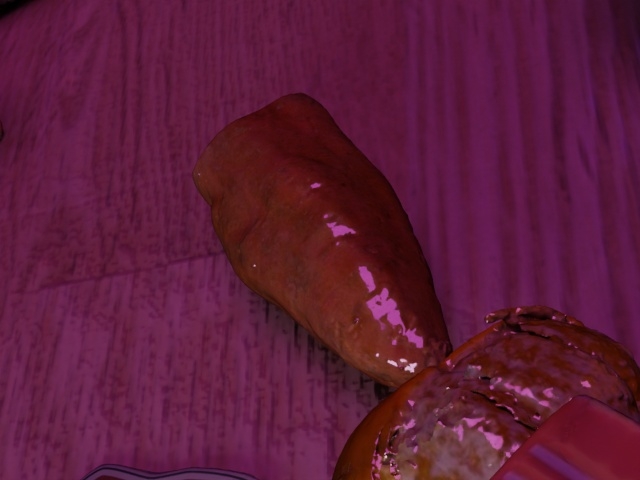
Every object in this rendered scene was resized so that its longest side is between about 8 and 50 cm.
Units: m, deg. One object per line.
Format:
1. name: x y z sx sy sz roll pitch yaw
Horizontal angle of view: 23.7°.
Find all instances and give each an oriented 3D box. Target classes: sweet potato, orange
1. sweet potato: 0.000 0.000 0.822 0.097 0.097 0.252 -27 39 -7
2. orange: 0.081 0.105 0.638 0.156 0.134 0.156 -43 1 1

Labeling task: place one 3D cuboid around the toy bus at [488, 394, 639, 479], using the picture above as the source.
1. toy bus: 0.180 0.237 0.405 0.233 0.203 0.427 -41 43 -15

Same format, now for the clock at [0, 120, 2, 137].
1. clock: -0.297 -0.094 1.002 0.092 0.162 0.166 22 57 36

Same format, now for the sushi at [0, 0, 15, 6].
1. sushi: -0.245 -0.237 1.191 0.150 0.091 0.078 -32 45 -14

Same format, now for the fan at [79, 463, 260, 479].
1. fan: -0.132 0.163 0.764 0.220 0.009 0.132 -2 44 21
